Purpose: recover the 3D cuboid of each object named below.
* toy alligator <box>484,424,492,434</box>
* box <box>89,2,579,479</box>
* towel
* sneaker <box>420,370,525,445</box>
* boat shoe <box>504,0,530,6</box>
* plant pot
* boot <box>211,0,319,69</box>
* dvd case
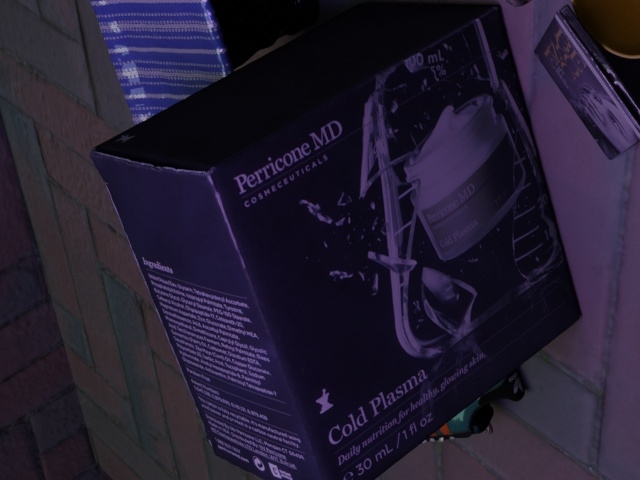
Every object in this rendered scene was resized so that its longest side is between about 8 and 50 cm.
[{"bbox_3d":[0.211,0.242,2.203,0.190,0.051,0.056,60,153,-4],"label":"toy alligator"},{"bbox_3d":[0.035,-0.002,1.784,0.297,0.480,0.472,11,128,52],"label":"box"},{"bbox_3d":[-0.209,-0.236,1.882,0.243,0.040,0.336,9,126,43],"label":"towel"},{"bbox_3d":[0.190,0.272,2.133,0.121,0.108,0.302,47,128,-1],"label":"sneaker"},{"bbox_3d":[0.196,-0.412,1.500,0.116,0.123,0.324,38,145,37],"label":"boat shoe"},{"bbox_3d":[0.340,-0.271,1.429,0.134,0.095,0.134,40,148,32],"label":"plant pot"},{"bbox_3d":[-0.191,-0.394,1.986,0.348,0.260,0.131,52,152,10],"label":"boot"},{"bbox_3d":[0.306,-0.173,1.561,0.164,0.018,0.221,56,179,4],"label":"dvd case"}]
